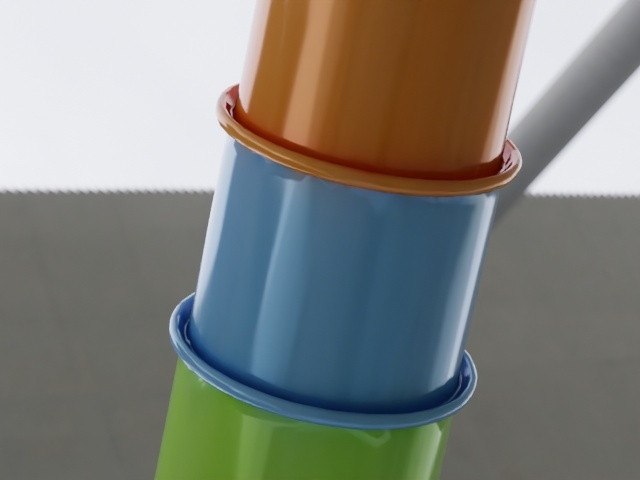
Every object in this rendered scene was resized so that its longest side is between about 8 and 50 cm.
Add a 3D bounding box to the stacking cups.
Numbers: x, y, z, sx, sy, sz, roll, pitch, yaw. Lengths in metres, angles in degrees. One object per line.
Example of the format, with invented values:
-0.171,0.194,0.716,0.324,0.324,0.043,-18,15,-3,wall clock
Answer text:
0.000,0.000,0.450,0.096,0.316,0.096,8,-161,-3,stacking cups
